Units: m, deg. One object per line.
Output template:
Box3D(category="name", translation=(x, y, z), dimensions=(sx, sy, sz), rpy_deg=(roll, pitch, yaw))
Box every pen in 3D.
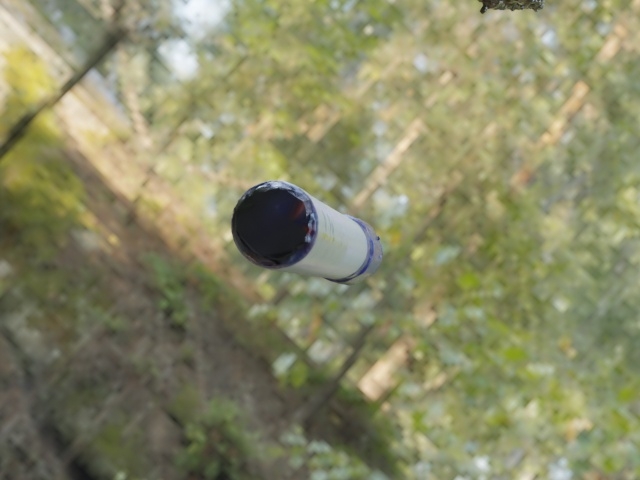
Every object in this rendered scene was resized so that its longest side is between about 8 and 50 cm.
Box3D(category="pen", translation=(0.000, 0.000, 0.705), dimensions=(0.033, 0.033, 0.269), rpy_deg=(42, 2, 6))

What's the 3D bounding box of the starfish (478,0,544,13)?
Box3D(category="starfish", translation=(0.126, -0.186, 1.212), dimensions=(0.295, 0.048, 0.231), rpy_deg=(-3, -7, 38))
